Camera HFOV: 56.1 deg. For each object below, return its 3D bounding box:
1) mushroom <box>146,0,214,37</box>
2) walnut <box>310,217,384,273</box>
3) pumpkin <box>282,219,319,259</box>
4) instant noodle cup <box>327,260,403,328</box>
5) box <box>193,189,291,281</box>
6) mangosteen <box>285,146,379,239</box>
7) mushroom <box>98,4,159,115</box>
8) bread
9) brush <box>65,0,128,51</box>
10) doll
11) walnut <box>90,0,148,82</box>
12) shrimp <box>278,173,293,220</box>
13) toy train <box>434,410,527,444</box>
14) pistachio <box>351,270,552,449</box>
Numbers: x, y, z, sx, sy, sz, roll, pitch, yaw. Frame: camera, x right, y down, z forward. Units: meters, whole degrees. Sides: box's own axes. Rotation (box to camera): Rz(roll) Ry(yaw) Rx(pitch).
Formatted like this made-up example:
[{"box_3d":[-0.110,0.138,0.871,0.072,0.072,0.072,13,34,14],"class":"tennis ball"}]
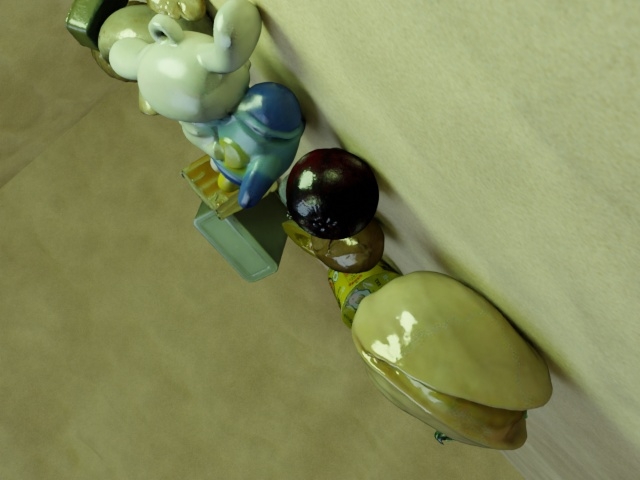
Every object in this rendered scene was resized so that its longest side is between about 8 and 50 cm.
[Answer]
[{"box_3d":[-0.225,-0.359,1.031,0.097,0.088,0.212,49,168,10],"class":"mushroom"},{"box_3d":[0.054,0.000,1.196,0.137,0.137,0.245,49,176,-13],"class":"walnut"},{"box_3d":[0.005,-0.015,1.755,0.217,0.110,0.217,37,164,13],"class":"pumpkin"},{"box_3d":[0.105,0.110,1.475,0.182,0.182,0.144,52,-178,-42],"class":"instant noodle cup"},{"box_3d":[-0.270,-0.085,2.203,0.352,0.177,0.344,51,-152,-28],"class":"box"},{"box_3d":[0.020,-0.079,0.934,0.152,0.152,0.152,47,175,5],"class":"mangosteen"},{"box_3d":[-0.346,-0.361,1.230,0.207,0.207,0.215,-164,75,-80],"class":"mushroom"},{"box_3d":[-0.300,-0.201,1.978,0.239,0.246,0.111,44,156,37],"class":"bread"},{"box_3d":[-0.441,-0.493,1.229,0.059,0.197,0.123,25,177,-3],"class":"brush"},{"box_3d":[-0.145,-0.210,0.973,0.365,0.187,0.376,53,171,-34],"class":"doll"},{"box_3d":[-0.447,-0.472,1.429,0.213,0.213,0.213,47,175,5],"class":"walnut"},{"box_3d":[-0.027,-0.090,1.306,0.145,0.116,0.343,47,-178,-3],"class":"shrimp"},{"box_3d":[0.290,0.315,1.296,0.301,0.202,0.120,-152,43,-76],"class":"toy train"},{"box_3d":[0.195,0.182,0.940,0.321,0.229,0.238,32,-148,25],"class":"pistachio"}]
